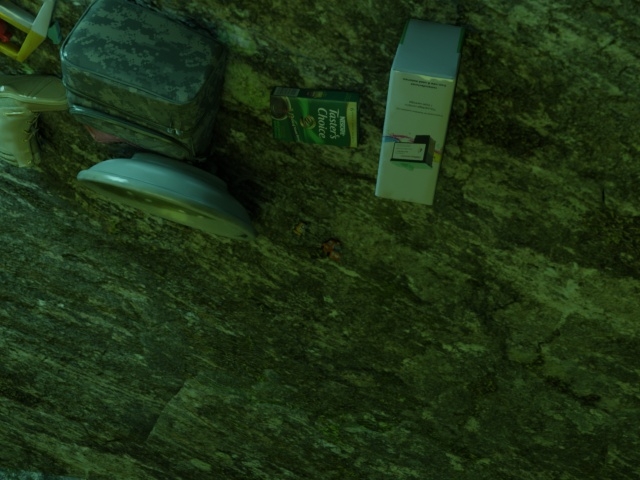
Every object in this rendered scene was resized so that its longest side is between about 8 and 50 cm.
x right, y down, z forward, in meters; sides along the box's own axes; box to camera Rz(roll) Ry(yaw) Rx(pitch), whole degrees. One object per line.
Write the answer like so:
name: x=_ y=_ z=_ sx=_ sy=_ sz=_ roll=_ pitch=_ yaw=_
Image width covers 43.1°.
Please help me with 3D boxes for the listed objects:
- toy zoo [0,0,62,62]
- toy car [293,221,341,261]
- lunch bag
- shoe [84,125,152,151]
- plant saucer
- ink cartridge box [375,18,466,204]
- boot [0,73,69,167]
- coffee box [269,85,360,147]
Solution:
toy zoo: x=-0.660 y=-0.479 z=1.630 sx=0.293 sy=0.030 sz=0.192 roll=30 pitch=134 yaw=-22
toy car: x=0.000 y=0.000 z=1.867 sx=0.122 sy=0.060 sz=0.041 roll=33 pitch=99 yaw=-22
lunch bag: x=-0.347 y=-0.296 z=1.621 sx=0.305 sy=0.213 sz=0.256 roll=20 pitch=149 yaw=0
shoe: x=-0.438 y=-0.238 z=1.785 sx=0.178 sy=0.063 sz=0.081 roll=35 pitch=132 yaw=-8
plant saucer: x=-0.315 y=-0.107 z=1.751 sx=0.400 sy=0.101 sz=0.400 roll=18 pitch=173 yaw=2
ink cartridge box: x=0.185 y=-0.236 z=1.510 sx=0.117 sy=0.201 sz=0.278 roll=11 pitch=132 yaw=7
boot: x=-0.643 y=-0.260 z=1.799 sx=0.261 sy=0.095 sz=0.204 roll=4 pitch=130 yaw=15
coffee box: x=-0.010 y=-0.253 z=1.660 sx=0.184 sy=0.040 sz=0.113 roll=8 pitch=131 yaw=10
